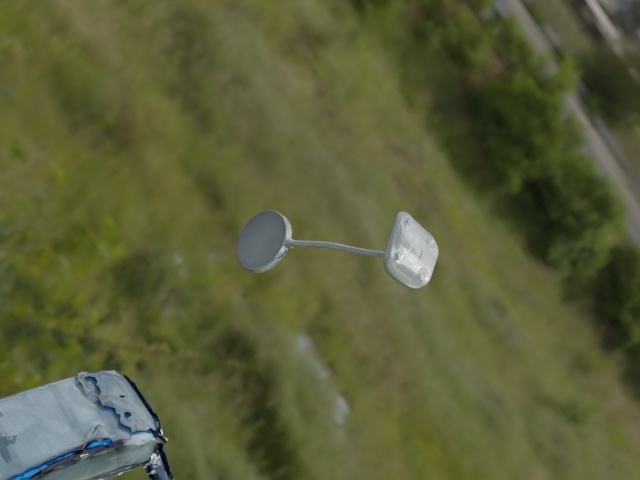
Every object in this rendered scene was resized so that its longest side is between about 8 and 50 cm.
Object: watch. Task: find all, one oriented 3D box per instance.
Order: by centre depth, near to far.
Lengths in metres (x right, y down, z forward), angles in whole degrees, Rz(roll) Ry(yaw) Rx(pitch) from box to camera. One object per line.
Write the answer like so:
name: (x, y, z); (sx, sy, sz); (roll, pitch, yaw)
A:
watch: (-0.143, 0.191, 1.101); (0.276, 0.274, 0.068); (-13, 47, -34)

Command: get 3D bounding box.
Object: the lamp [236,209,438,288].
lamp: (0.000, 0.000, 1.301); (0.056, 0.198, 0.050); (32, 71, -42)
